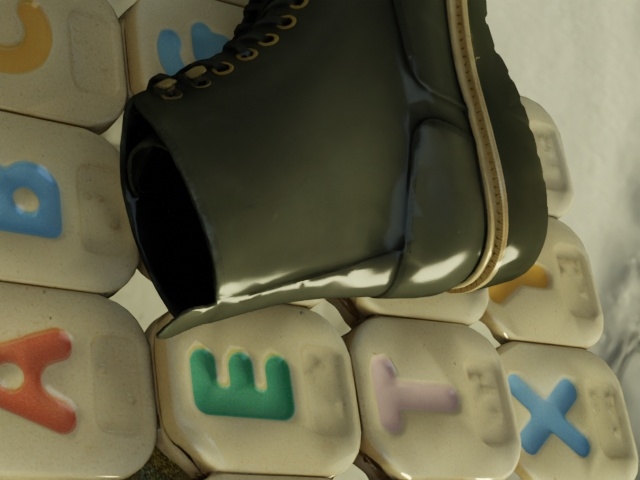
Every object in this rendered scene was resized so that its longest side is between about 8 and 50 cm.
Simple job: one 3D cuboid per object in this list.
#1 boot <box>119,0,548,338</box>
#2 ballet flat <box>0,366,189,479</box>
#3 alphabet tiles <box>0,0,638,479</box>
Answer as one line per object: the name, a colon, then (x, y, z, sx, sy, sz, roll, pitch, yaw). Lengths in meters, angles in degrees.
boot: (-0.015, -0.071, 0.433, 0.137, 0.077, 0.198, -11, 72, -37)
ballet flat: (-0.025, 0.147, 0.467, 0.348, 0.123, 0.123, 44, 71, -15)
alphabet tiles: (0.000, 0.000, 0.467, 0.278, 0.021, 0.284, 10, 61, -35)
